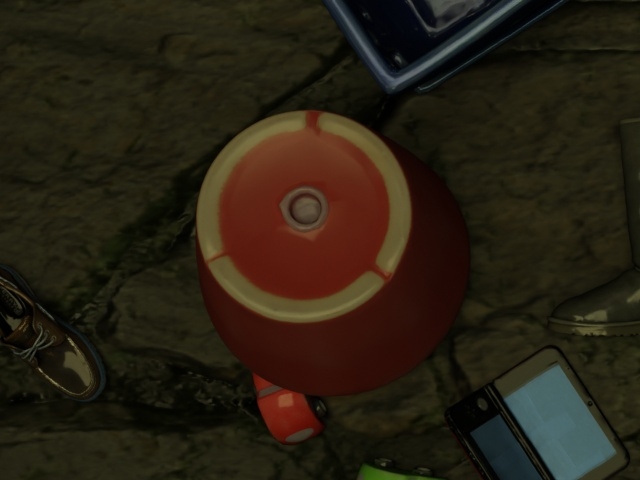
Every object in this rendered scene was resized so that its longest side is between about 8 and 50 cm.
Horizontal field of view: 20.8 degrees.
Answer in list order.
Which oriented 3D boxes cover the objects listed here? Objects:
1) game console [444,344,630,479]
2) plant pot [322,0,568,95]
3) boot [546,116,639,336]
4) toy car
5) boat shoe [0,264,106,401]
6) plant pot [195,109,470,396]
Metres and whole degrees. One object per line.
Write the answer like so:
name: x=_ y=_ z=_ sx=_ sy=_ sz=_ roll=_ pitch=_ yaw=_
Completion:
game console: x=0.211 y=0.193 z=1.700 sx=0.085 sy=0.124 sz=0.144 roll=-39 pitch=80 yaw=35
plant pot: x=0.115 y=-0.284 z=1.664 sx=0.236 sy=0.212 sz=0.236 roll=-33 pitch=82 yaw=9
boot: x=0.305 y=-0.014 z=1.688 sx=0.189 sy=0.076 sz=0.209 roll=-5 pitch=95 yaw=-2
toy car: x=0.018 y=0.241 z=1.753 sx=0.225 sy=0.053 sz=0.239 roll=10 pitch=91 yaw=12
boat shoe: x=-0.301 y=0.100 z=1.818 sx=0.183 sy=0.066 sz=0.066 roll=42 pitch=97 yaw=10
plant pot: x=0.000 y=0.000 z=1.645 sx=0.274 sy=0.243 sz=0.275 roll=-2 pitch=78 yaw=7
